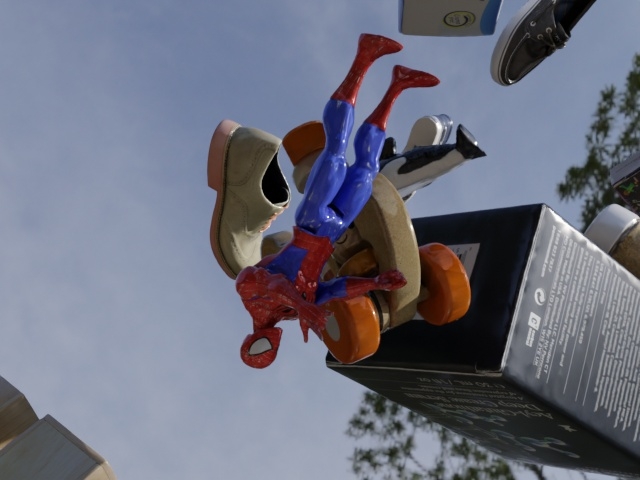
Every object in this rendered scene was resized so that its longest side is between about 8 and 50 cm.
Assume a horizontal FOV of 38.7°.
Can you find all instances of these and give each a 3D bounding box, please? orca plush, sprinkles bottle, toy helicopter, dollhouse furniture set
[{"bbox_3d":[0.126,-0.134,1.532,0.287,0.151,0.102,-30,-108,41],"label":"orca plush"},{"bbox_3d":[0.556,0.082,1.357,0.355,0.121,0.121,36,-43,27],"label":"sprinkles bottle"},{"bbox_3d":[0.000,0.000,1.005,0.355,0.140,0.235,-14,-85,66],"label":"toy helicopter"},{"bbox_3d":[-0.241,0.352,0.865,0.303,0.174,0.355,22,-40,42],"label":"dollhouse furniture set"}]

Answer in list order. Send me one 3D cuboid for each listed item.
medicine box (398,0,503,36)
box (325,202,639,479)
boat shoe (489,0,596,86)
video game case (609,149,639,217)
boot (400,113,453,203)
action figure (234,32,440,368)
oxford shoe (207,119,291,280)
[{"bbox_3d":[0.185,-0.471,1.258,0.149,0.289,0.263,2,-16,3],"label":"medicine box"},{"bbox_3d":[0.261,0.143,1.179,0.395,0.212,0.293,31,-23,-33],"label":"box"},{"bbox_3d":[0.344,-0.318,1.345,0.080,0.076,0.228,34,-81,-40],"label":"boat shoe"},{"bbox_3d":[0.401,-0.032,0.764,0.232,0.042,0.210,44,-61,-13],"label":"video game case"},{"bbox_3d":[0.182,-0.145,1.675,0.069,0.086,0.190,40,-61,20],"label":"boot"},{"bbox_3d":[0.027,-0.014,0.711,0.091,0.280,0.139,29,-2,-44],"label":"action figure"},{"bbox_3d":[-0.138,-0.057,1.855,0.146,0.140,0.397,13,-43,13],"label":"oxford shoe"}]
